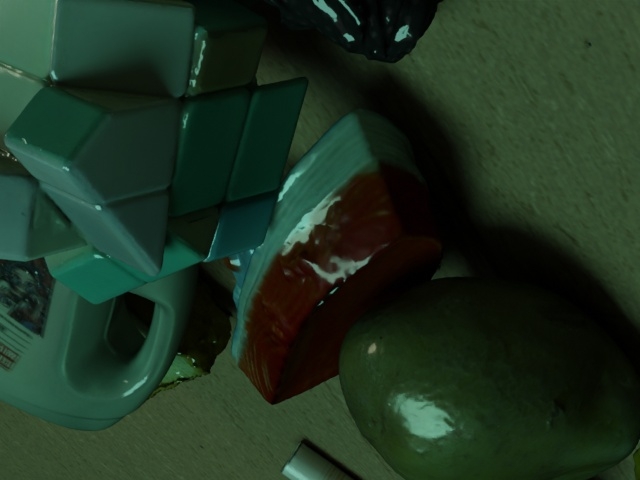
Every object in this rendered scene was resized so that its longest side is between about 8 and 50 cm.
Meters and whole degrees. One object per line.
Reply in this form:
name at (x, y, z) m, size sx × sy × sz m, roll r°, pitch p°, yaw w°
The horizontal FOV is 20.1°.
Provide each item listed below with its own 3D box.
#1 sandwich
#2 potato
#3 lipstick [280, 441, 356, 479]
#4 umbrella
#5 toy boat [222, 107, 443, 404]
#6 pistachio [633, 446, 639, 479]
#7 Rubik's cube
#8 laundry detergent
sandwich at (-0.209, 0.057, 1.741) m, size 0.226 × 0.087 × 0.251 m, roll 41°, pitch 153°, yaw -8°
potato at (0.126, 0.110, 1.305) m, size 0.235 × 0.160 × 0.178 m, roll 11°, pitch 166°, yaw -15°
lipstick at (0.026, 0.264, 1.864) m, size 0.141 × 0.040 × 0.040 m, roll 36°, pitch 155°, yaw 0°
umbrella at (-0.075, -0.207, 1.073) m, size 0.326 × 0.090 × 0.094 m, roll 29°, pitch 126°, yaw -8°
toy boat at (0.000, 0.000, 1.330) m, size 0.133 × 0.145 × 0.332 m, roll 60°, pitch 159°, yaw 15°
pistachio at (0.285, 0.171, 1.354) m, size 0.089 × 0.049 × 0.173 m, roll 54°, pitch 164°, yaw 21°
Rubik's cube at (-0.152, -0.084, 1.164) m, size 0.224 × 0.213 × 0.265 m, roll 31°, pitch 120°, yaw 30°
laundry detergent at (-0.196, -0.013, 1.478) m, size 0.264 × 0.125 × 0.398 m, roll 38°, pitch 135°, yaw -1°
